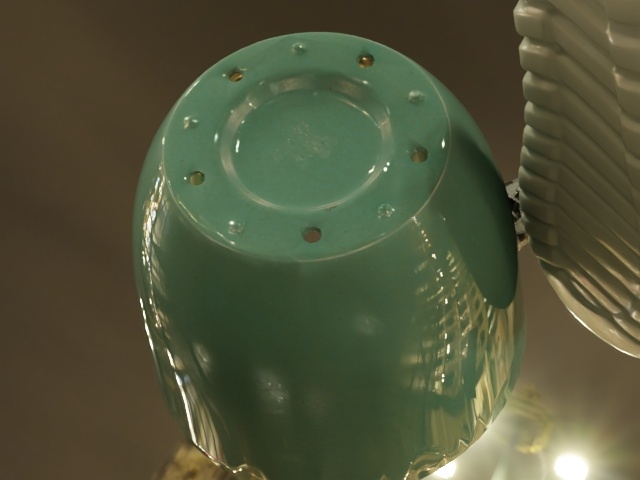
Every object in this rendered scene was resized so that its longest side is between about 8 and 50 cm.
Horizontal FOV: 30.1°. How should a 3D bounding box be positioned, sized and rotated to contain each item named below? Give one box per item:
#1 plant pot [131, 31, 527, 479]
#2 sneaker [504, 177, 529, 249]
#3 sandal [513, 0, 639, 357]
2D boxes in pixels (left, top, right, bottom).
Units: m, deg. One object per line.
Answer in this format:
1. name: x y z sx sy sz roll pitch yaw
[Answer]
1. plant pot: 0.000 0.000 0.828 0.293 0.293 0.235 16 -29 17
2. sneaker: 0.260 -0.052 1.429 0.153 0.268 0.101 -47 -114 48
3. sandal: 0.209 -0.070 0.749 0.169 0.102 0.416 44 -19 38
